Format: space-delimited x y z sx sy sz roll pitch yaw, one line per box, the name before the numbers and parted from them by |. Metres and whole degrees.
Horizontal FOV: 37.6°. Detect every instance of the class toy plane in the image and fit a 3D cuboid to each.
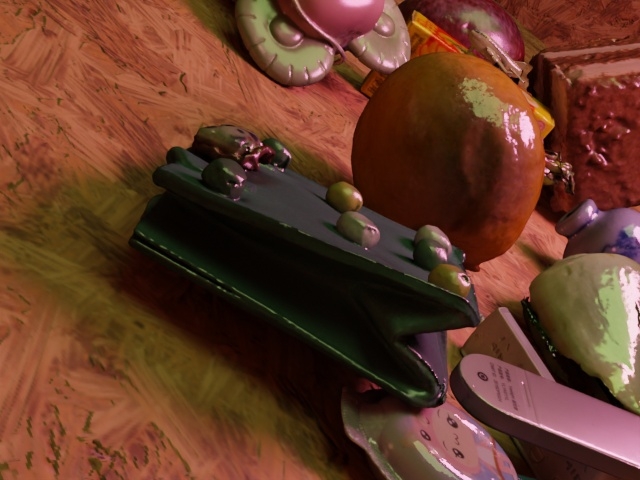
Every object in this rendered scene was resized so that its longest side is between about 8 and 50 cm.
toy plane | 0.266 -0.279 1.427 0.111 0.040 0.102 31 24 -11

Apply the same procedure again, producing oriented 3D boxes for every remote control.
remote control | 0.219 0.156 0.786 0.244 0.022 0.077 22 27 -12

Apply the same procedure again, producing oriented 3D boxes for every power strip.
power strip | 0.191 0.144 0.867 0.027 0.060 0.253 20 29 -36

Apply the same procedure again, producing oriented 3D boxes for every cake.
cake | 0.503 -0.198 1.582 0.281 0.256 0.290 -8 25 1

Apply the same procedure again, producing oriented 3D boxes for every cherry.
cherry | 0.232 -0.341 1.658 0.300 0.203 0.230 7 37 -27

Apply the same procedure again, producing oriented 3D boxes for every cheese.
cheese | 0.116 0.180 0.702 0.244 0.052 0.135 31 24 -15

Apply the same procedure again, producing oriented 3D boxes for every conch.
conch | 0.303 0.106 1.060 0.143 0.137 0.251 57 36 -24

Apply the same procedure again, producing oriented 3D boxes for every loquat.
loquat | 0.138 -0.088 1.016 0.193 0.238 0.238 13 32 -31

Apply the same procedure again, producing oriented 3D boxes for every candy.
candy | 0.213 -0.218 1.469 0.276 0.146 0.088 36 24 -7

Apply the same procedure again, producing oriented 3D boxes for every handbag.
handbag | 0.004 -0.003 0.765 0.274 0.100 0.269 31 14 -1

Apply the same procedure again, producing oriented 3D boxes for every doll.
doll | -0.015 -0.333 1.337 0.284 0.216 0.269 -13 74 -34

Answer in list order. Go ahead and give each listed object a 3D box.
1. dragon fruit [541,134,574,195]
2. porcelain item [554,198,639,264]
dragon fruit | 0.265 -0.123 1.379 0.236 0.137 0.135 36 26 -10
porcelain item | 0.436 0.055 1.305 0.259 0.141 0.141 47 23 0
